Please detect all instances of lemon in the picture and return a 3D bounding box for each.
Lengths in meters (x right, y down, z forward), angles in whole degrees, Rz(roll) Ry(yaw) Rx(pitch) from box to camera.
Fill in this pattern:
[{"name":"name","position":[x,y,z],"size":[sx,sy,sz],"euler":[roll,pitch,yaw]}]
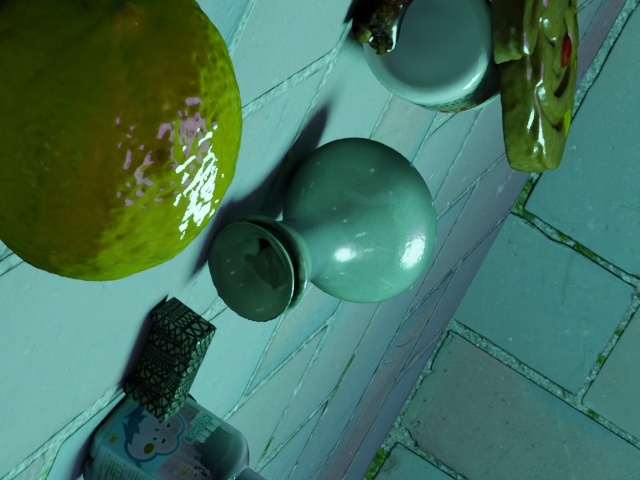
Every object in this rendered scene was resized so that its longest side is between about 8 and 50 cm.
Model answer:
[{"name":"lemon","position":[-0.133,-0.069,1.120],"size":[0.181,0.180,0.193],"euler":[-56,170,-12]}]

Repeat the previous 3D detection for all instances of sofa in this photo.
[{"name":"sofa","position":[-0.151,0.118,1.873],"size":[0.039,0.060,0.118],"euler":[-35,157,-50]}]

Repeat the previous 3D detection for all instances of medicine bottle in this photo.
[{"name":"medicine bottle","position":[0.132,-0.208,2.017],"size":[0.144,0.144,0.252],"euler":[-59,172,5]},{"name":"medicine bottle","position":[-0.136,0.241,1.940],"size":[0.119,0.188,0.094],"euler":[-48,166,-43]}]

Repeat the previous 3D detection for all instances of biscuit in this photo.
[{"name":"biscuit","position":[0.232,-0.263,1.973],"size":[0.350,0.070,0.394],"euler":[-63,151,-64]}]

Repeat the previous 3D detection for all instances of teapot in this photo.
[{"name":"teapot","position":[0.000,0.000,1.970],"size":[0.251,0.183,0.183],"euler":[-27,149,-51]}]

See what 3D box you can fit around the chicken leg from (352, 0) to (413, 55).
[{"name":"chicken leg","position":[0.119,-0.333,1.758],"size":[0.158,0.096,0.407],"euler":[-77,-167,-58]}]

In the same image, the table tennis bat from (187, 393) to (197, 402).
[{"name":"table tennis bat","position":[-0.255,0.348,2.108],"size":[0.415,0.051,0.268],"euler":[-59,170,-10]}]
